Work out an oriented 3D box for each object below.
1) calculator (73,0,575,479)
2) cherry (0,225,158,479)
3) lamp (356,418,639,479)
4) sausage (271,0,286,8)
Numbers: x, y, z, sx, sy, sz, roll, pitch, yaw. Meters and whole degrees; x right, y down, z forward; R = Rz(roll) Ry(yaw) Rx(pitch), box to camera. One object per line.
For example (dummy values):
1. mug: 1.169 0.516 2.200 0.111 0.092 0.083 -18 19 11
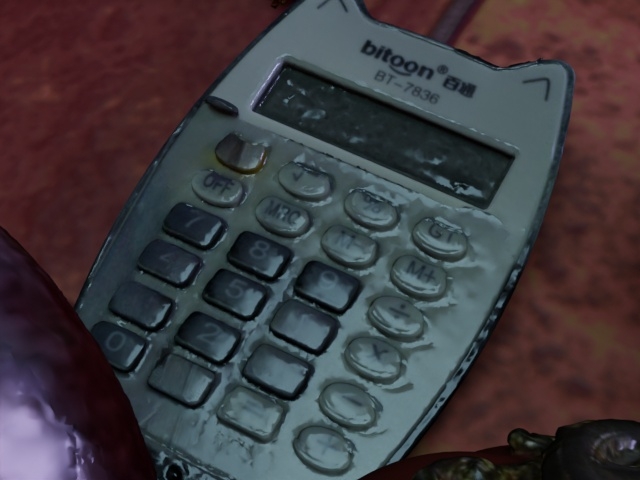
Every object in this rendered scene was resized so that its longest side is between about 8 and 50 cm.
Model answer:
1. calculator: 0.000 0.000 0.543 0.177 0.040 0.268 25 63 17
2. cherry: -0.176 0.086 0.404 0.300 0.203 0.230 33 56 7
3. lamp: 0.075 0.162 0.349 0.227 0.227 0.227 -1 58 1
4. sausage: 0.058 -0.254 0.694 0.053 0.053 0.348 24 61 16
